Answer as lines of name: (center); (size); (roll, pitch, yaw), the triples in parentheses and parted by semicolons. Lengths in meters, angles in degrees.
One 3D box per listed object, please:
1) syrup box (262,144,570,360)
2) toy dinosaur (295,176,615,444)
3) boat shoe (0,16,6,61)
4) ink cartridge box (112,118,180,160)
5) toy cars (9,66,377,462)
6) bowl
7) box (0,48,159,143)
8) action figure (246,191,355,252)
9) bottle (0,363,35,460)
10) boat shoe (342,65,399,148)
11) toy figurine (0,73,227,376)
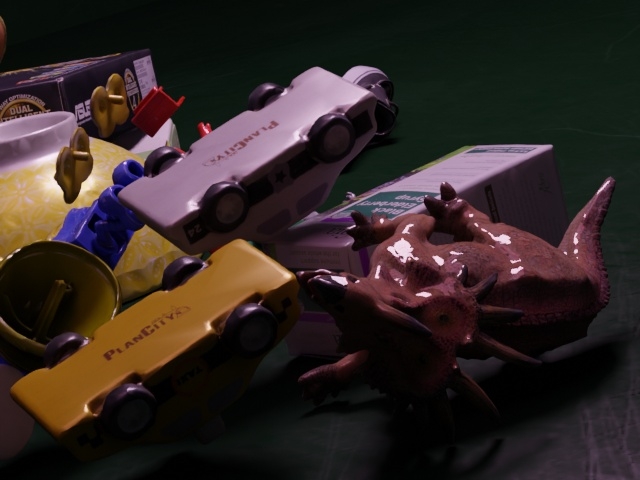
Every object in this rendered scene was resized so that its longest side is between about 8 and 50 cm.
syrup box: (0.077, 0.006, 1.464); (0.237, 0.096, 0.093); (-24, 17, -40)
toy dinosaur: (0.105, 0.041, 1.255); (0.295, 0.127, 0.200); (-15, 13, -26)
boat shoe: (-0.383, -0.105, 1.842); (0.307, 0.111, 0.104); (-39, 1, 43)
ink cartridge box: (-0.245, -0.075, 2.168); (0.171, 0.056, 0.235); (-13, 15, 1)
toy cars: (-0.069, 0.023, 1.330); (0.176, 0.087, 0.394); (-6, 36, 23)
bowl: (-0.265, -0.030, 1.800); (0.289, 0.156, 0.289); (-13, 13, 3)
box: (-0.367, -0.126, 2.109); (0.318, 0.097, 0.395); (-11, 9, 11)
action figure: (0.000, 0.000, 1.646); (0.137, 0.063, 0.232); (-16, 17, -25)
bottle: (-0.326, 0.120, 1.391); (0.283, 0.092, 0.118); (-2, 20, 38)
boat shoe: (0.044, -0.133, 2.102); (0.076, 0.080, 0.228); (11, 19, 20)
toy figurine: (-0.183, 0.060, 1.500); (0.217, 0.191, 0.362); (-46, 14, 32)
